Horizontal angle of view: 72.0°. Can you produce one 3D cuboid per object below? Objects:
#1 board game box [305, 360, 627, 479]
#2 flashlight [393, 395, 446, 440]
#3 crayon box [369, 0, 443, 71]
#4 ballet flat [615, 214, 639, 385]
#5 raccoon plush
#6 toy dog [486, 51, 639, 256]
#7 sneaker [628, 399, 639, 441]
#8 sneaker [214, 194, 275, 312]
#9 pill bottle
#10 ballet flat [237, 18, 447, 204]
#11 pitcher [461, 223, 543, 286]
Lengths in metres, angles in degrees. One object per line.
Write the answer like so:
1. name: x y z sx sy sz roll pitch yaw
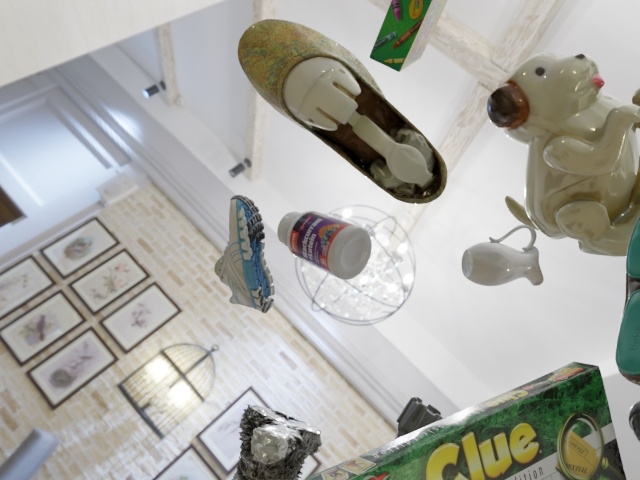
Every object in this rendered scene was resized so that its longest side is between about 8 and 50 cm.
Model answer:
1. board game box: 0.126 0.195 0.327 0.030 0.260 0.136 157 -81 -68
2. flashlight: 0.119 0.436 0.813 0.103 0.304 0.103 34 -4 -10
3. crayon box: 0.216 -0.509 1.036 0.081 0.278 0.165 29 -56 7
4. ballet flat: 0.351 0.050 0.444 0.067 0.206 0.073 23 -10 -12
5. raccoon plush: -0.163 0.576 1.058 0.216 0.299 0.446 15 -16 19
6. toy dog: 0.545 -0.215 0.958 0.407 0.285 0.395 58 -16 -11
7. sneaker: 0.350 0.239 0.345 0.229 0.132 0.086 42 -44 21
8. sneaker: -0.126 0.025 0.662 0.083 0.071 0.190 2 -67 17
9. pill bottle: 0.000 0.000 0.894 0.194 0.108 0.108 22 -39 45
10. ballet flat: 0.048 -0.160 0.589 0.349 0.123 0.123 34 -20 -26
11. pitcher: 0.515 0.041 1.250 0.125 0.207 0.177 136 -46 -84
